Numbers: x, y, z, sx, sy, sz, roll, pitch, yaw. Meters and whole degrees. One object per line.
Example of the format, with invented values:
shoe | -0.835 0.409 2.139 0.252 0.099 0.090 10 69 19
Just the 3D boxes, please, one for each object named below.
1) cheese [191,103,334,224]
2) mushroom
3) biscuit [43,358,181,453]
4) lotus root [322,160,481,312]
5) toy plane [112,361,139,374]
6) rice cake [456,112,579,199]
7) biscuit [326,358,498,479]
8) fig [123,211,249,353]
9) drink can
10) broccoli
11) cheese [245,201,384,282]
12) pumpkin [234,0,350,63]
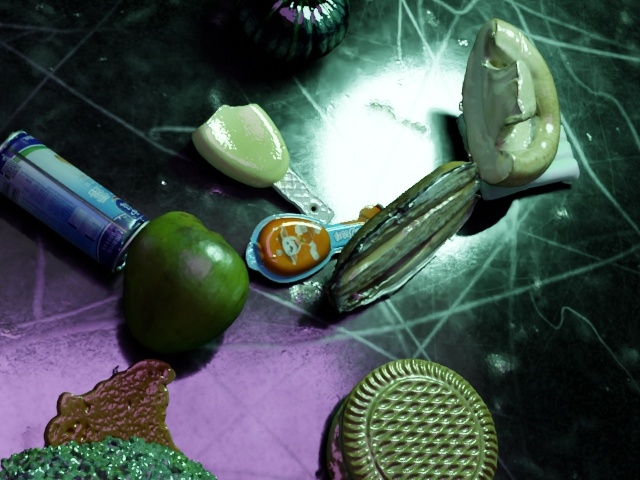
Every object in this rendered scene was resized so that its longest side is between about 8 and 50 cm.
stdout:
cheese | -0.078 -0.116 1.574 0.255 0.050 0.127 42 63 -6
mushroom | 0.332 -0.221 1.648 0.151 0.156 0.285 4 77 -26
biscuit | -0.287 0.280 1.328 0.183 0.043 0.280 36 74 -11
lotus root | 0.115 -0.011 1.544 0.329 0.167 0.078 -35 50 -27
toy plane | -0.269 0.209 1.385 0.078 0.031 0.083 34 58 18
rice cake | 0.344 -0.165 1.724 0.198 0.037 0.189 -8 69 -19
biscuit | 0.131 0.299 1.432 0.259 0.079 0.259 7 65 -15
fig | -0.195 0.066 1.390 0.181 0.181 0.191 31 86 -1
drink can | -0.365 -0.057 1.439 0.235 0.097 0.097 34 62 2
broccoli | -0.234 0.379 1.175 0.375 0.249 0.302 26 64 -24
cheese | 0.000 0.000 1.547 0.256 0.037 0.106 -12 85 -24
pumpkin | -0.045 -0.389 1.655 0.202 0.140 0.202 5 68 -14
